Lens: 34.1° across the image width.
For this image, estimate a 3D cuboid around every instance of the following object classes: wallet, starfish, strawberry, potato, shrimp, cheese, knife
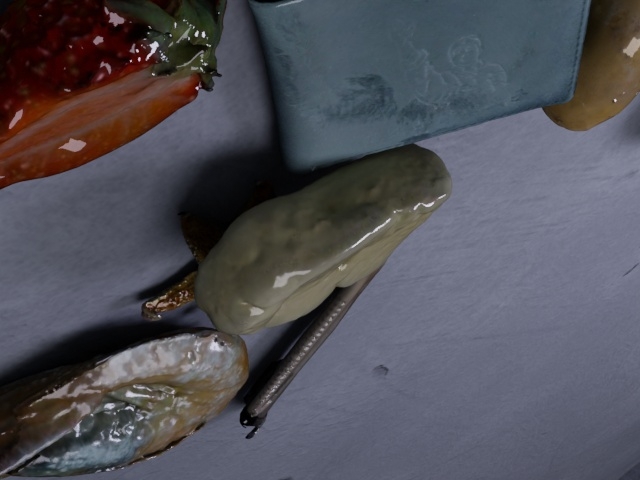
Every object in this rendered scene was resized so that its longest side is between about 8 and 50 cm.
[{"bbox_3d":[0.090,-0.168,0.890,0.291,0.054,0.251,-16,150,-5],"label":"wallet"},{"bbox_3d":[-0.079,0.014,1.085,0.241,0.043,0.227,-29,155,-14],"label":"starfish"},{"bbox_3d":[-0.179,-0.112,0.726,0.228,0.098,0.174,-30,171,25],"label":"strawberry"},{"bbox_3d":[0.277,-0.188,1.021,0.119,0.109,0.178,-22,154,-32],"label":"potato"},{"bbox_3d":[-0.261,0.185,1.121,0.446,0.110,0.221,-9,145,-39],"label":"shrimp"},{"bbox_3d":[-0.001,-0.001,1.008,0.263,0.093,0.159,-29,163,-31],"label":"cheese"},{"bbox_3d":[-0.017,0.128,1.337,0.365,0.043,0.089,-54,178,34],"label":"knife"}]
